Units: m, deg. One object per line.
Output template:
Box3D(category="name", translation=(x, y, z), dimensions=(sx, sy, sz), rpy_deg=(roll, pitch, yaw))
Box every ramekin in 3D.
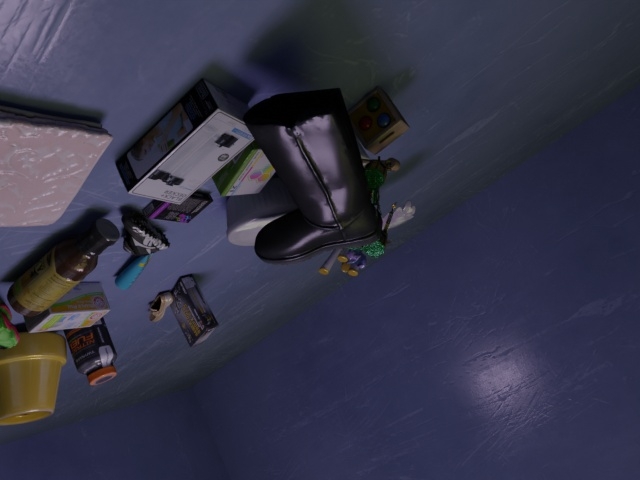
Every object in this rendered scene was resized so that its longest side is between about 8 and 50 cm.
Box3D(category="ramekin", translation=(-0.165, -0.089, 1.458), dimensions=(0.272, 0.127, 0.273), rpy_deg=(-14, 165, -4))

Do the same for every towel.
Box3D(category="towel", translation=(-0.603, -0.125, 0.872), dimensions=(0.317, 0.054, 0.331), rpy_deg=(-41, 160, 29))

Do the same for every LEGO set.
Box3D(category="LEGO set", translation=(0.099, -0.125, 1.392), dimensions=(0.254, 0.332, 0.192), rpy_deg=(-2, -149, 19))

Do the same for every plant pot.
Box3D(category="plant pot", translation=(-0.948, 0.445, 1.515), dimensions=(0.253, 0.239, 0.254), rpy_deg=(-14, 156, -6))

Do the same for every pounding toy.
Box3D(category="pounding toy", translation=(0.155, -0.291, 1.343), dimensions=(0.181, 0.206, 0.094), rpy_deg=(-36, 161, 21))

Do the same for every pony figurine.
Box3D(category="pony figurine", translation=(0.150, -0.050, 1.854), dimensions=(0.351, 0.302, 0.364), rpy_deg=(-40, -156, 61))

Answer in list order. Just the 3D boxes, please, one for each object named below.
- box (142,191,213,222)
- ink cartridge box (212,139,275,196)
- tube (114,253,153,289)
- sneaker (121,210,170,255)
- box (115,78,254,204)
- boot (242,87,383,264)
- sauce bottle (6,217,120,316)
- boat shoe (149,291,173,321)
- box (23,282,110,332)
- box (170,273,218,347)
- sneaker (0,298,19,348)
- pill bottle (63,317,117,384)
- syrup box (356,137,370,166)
Box3D(category="box", translation=(-0.392, -0.096, 1.319), dimensions=(0.116, 0.029, 0.162), rpy_deg=(-36, 160, 21))
Box3D(category="ink cartridge box", translation=(-0.141, -0.217, 1.267), dimensions=(0.255, 0.097, 0.189), rpy_deg=(-10, 154, -45))
Box3D(category="tube", translation=(-0.571, 0.079, 1.483), dimensions=(0.207, 0.052, 0.080), rpy_deg=(-41, -158, 29))
Box3D(category="sneaker", translation=(-0.504, -0.005, 1.311), dimensions=(0.106, 0.078, 0.234), rpy_deg=(-30, 165, -6))
Box3D(category="box", translation=(-0.293, -0.208, 1.068), dimensions=(0.289, 0.087, 0.169), rpy_deg=(-35, 161, 18))
Box3D(category="boot", translation=(-0.068, -0.128, 1.130), dimensions=(0.366, 0.146, 0.445), rpy_deg=(-15, 145, 12))
Box3D(category="sauce bottle", translation=(-0.656, 0.066, 1.222), dimensions=(0.344, 0.112, 0.111), rpy_deg=(-36, 161, 15))
Box3D(category="boat shoe", translation=(-0.641, 0.261, 1.866), dimensions=(0.059, 0.063, 0.170), rpy_deg=(-2, 138, -51))
Box3D(category="box", translation=(-0.760, 0.197, 1.425), dimensions=(0.114, 0.103, 0.203), rpy_deg=(-35, 162, 19))
Box3D(category="box", translation=(-0.498, 0.273, 1.833), dimensions=(0.056, 0.231, 0.183), rpy_deg=(-16, 159, -44))
Box3D(category="sneaker", translation=(-0.867, 0.191, 1.113), dimensions=(0.202, 0.185, 0.483), rpy_deg=(-25, 161, -27))
Box3D(category="pill bottle", translation=(-0.776, 0.361, 1.614), dimensions=(0.130, 0.246, 0.130), rpy_deg=(-27, 162, -9))
Box3D(category="syrup box", translation=(0.030, -0.226, 1.511), dimensions=(0.236, 0.093, 0.096), rpy_deg=(-37, 161, 22))
